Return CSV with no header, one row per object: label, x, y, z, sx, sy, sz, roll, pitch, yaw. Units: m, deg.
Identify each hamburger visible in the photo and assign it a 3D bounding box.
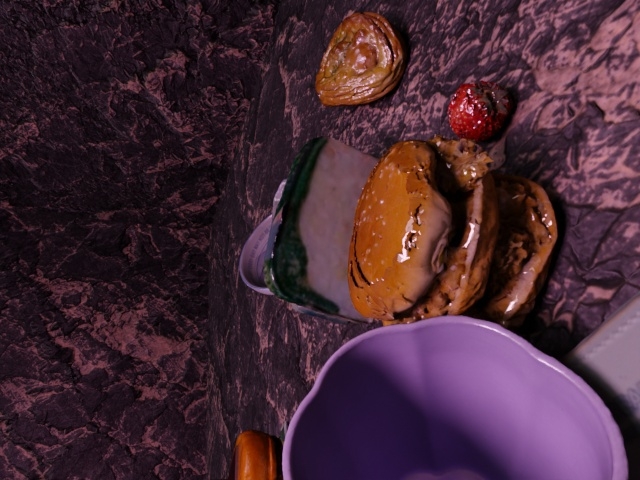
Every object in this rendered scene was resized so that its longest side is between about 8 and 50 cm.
hamburger,-0.083,0.544,0.852,0.291,0.225,0.291,-169,90,-74
hamburger,0.149,-0.009,0.516,0.261,0.211,0.245,118,156,-49

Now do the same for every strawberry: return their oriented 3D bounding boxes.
strawberry,0.216,-0.175,0.569,0.096,0.083,0.083,77,-169,-69

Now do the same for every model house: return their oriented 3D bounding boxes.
model house,0.002,0.000,0.815,0.284,0.243,0.299,159,128,-69

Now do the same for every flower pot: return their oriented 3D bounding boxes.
flower pot,0.127,0.245,0.399,0.265,0.265,0.243,-120,8,-56

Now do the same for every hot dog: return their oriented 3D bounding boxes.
hot dog,0.076,-0.383,0.903,0.196,0.122,0.272,-70,23,11

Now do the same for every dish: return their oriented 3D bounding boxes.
dish,-0.069,0.043,1.089,0.273,0.134,0.273,-20,45,21

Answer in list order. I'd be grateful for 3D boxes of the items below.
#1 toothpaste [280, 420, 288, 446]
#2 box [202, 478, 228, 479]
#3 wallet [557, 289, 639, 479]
toothpaste,-0.085,0.585,1.093,0.204,0.031,0.049,-110,37,-50
box,-0.191,0.702,0.998,0.143,0.273,0.184,-68,28,24
wallet,0.304,0.185,0.244,0.360,0.083,0.252,-107,28,-44
